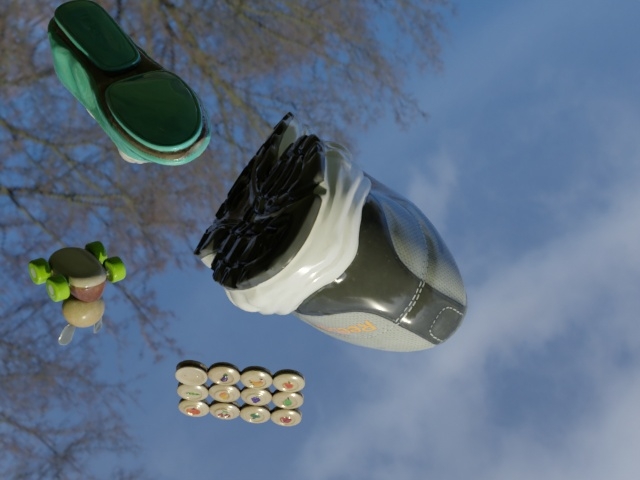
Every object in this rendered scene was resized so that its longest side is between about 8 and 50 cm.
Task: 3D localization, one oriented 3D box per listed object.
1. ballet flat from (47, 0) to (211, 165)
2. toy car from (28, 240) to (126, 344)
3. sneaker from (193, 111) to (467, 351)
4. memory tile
[{"bbox_3d":[-0.166,-0.121,0.856,0.083,0.087,0.247,-24,-129,-25],"label":"ballet flat"},{"bbox_3d":[-0.495,0.120,1.986,0.155,0.189,0.149,-20,-143,-36],"label":"toy car"},{"bbox_3d":[0.000,0.000,0.526,0.100,0.108,0.271,-57,-166,5],"label":"sneaker"},{"bbox_3d":[-0.092,0.177,1.115,0.147,0.113,0.012,6,-132,-1],"label":"memory tile"}]
